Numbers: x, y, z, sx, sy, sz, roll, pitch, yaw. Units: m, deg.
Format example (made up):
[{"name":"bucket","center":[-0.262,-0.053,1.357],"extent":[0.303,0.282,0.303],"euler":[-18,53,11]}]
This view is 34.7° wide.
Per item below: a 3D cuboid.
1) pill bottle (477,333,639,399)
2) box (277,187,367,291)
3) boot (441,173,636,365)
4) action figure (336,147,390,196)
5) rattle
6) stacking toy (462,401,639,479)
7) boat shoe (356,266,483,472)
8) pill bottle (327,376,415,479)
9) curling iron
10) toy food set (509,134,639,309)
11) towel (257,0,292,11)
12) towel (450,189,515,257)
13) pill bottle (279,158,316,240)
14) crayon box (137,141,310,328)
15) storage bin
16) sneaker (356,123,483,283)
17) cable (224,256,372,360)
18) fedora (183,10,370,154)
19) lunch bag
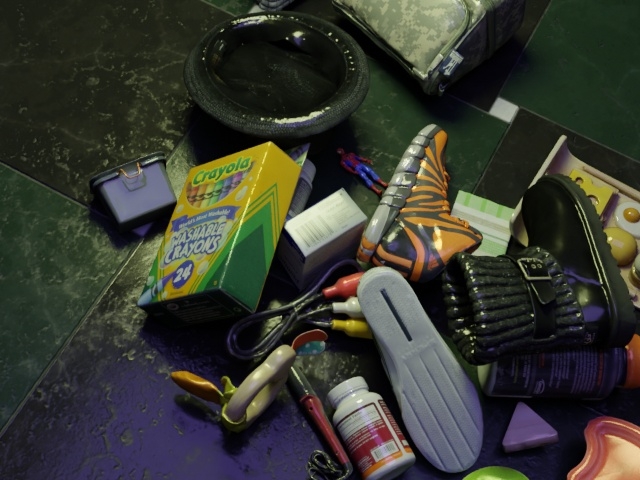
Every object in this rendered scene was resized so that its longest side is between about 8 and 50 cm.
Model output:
[{"name":"pill bottle","center":[0.379,0.185,1.606],"extent":[0.246,0.130,0.130],"euler":[3,61,-4]},{"name":"box","center":[0.000,0.000,1.665],"extent":[0.126,0.137,0.072],"euler":[-31,70,-20]},{"name":"boot","center":[0.304,0.032,1.567],"extent":[0.260,0.131,0.348],"euler":[-4,45,-10]},{"name":"action figure","center":[0.072,-0.126,1.806],"extent":[0.115,0.030,0.038],"euler":[39,70,17]},{"name":"rattle","center":[-0.102,0.180,1.552],"extent":[0.143,0.130,0.199],"euler":[37,93,34]},{"name":"stacking toy","center":[0.363,0.409,1.525],"extent":[0.279,0.130,0.309],"euler":[19,54,35]},{"name":"boat shoe","center":[0.159,0.189,1.579],"extent":[0.121,0.119,0.335],"euler":[-22,91,5]},{"name":"pill bottle","center":[0.073,0.287,1.545],"extent":[0.086,0.086,0.152],"euler":[-22,65,-17]},{"name":"curling iron","center":[-0.026,0.259,1.579],"extent":[0.068,0.035,0.274],"euler":[-18,65,-14]},{"name":"toy food set","center":[0.505,-0.035,1.761],"extent":[0.306,0.092,0.219],"euler":[30,63,10]},{"name":"towel","center":[-0.028,-0.589,1.934],"extent":[0.284,0.235,0.121],"euler":[-38,68,-24]},{"name":"towel","center":[0.269,-0.007,1.766],"extent":[0.113,0.023,0.152],"euler":[21,59,4]},{"name":"pill bottle","center":[-0.060,-0.075,1.735],"extent":[0.078,0.078,0.137],"euler":[19,61,5]},{"name":"crayon box","center":[-0.152,-0.028,1.632],"extent":[0.083,0.203,0.323],"euler":[39,54,-33]},{"name":"storage bin","center":[-0.304,-0.078,1.710],"extent":[0.135,0.098,0.091],"euler":[-24,77,-17]},{"name":"sneaker","center":[0.193,-0.048,1.717],"extent":[0.180,0.124,0.321],"euler":[25,56,4]},{"name":"cable","center":[-0.015,0.106,1.616],"extent":[0.287,0.072,0.139],"euler":[-10,90,-26]},{"name":"fedora","center":[-0.071,-0.253,1.780],"extent":[0.334,0.152,0.334],"euler":[-2,51,3]},{"name":"lunch bag","center":[0.198,-0.439,1.897],"extent":[0.256,0.212,0.305],"euler":[-43,72,-7]}]
